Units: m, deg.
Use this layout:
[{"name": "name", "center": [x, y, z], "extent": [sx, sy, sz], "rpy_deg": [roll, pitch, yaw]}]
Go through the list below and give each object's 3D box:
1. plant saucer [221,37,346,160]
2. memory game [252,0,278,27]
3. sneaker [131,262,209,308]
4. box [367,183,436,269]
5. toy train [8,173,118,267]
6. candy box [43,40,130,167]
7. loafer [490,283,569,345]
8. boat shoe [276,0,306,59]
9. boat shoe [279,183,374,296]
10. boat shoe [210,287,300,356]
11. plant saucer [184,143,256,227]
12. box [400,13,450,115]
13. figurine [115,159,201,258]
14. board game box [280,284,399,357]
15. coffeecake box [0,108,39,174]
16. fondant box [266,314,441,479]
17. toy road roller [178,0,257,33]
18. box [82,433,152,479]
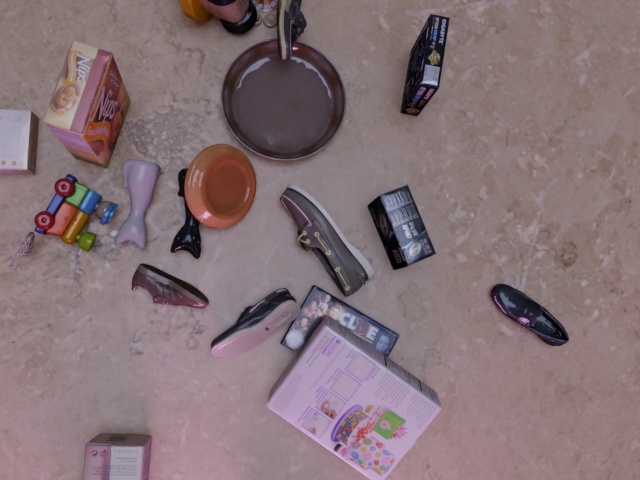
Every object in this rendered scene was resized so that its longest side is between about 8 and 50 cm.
[{"name": "plant saucer", "center": [-0.091, -0.347, 1.712], "extent": [0.310, 0.050, 0.311], "rpy_deg": [1, 83, -7]}, {"name": "memory game", "center": [-0.145, -0.633, 1.756], "extent": [0.186, 0.012, 0.186], "rpy_deg": [1, 83, -8]}, {"name": "sneaker", "center": [-0.357, 0.125, 1.625], "extent": [0.188, 0.066, 0.071], "rpy_deg": [29, 97, 2]}, {"name": "box", "center": [0.194, -0.028, 1.663], "extent": [0.077, 0.147, 0.180], "rpy_deg": [-21, 87, -10]}, {"name": "toy train", "center": [-0.587, -0.015, 1.586], "extent": [0.143, 0.105, 0.248], "rpy_deg": [29, 81, -11]}, {"name": "candy box", "center": [-0.505, -0.287, 1.516], "extent": [0.087, 0.316, 0.183], "rpy_deg": [17, 81, -6]}, {"name": "loafer", "center": [0.527, 0.183, 1.716], "extent": [0.223, 0.078, 0.076], "rpy_deg": [38, 80, -2]}, {"name": "boat shoe", "center": [-0.070, -0.537, 1.682], "extent": [0.073, 0.080, 0.224], "rpy_deg": [0, 59, -5]}, {"name": "boat shoe", "center": [0.001, -0.001, 1.654], "extent": [0.091, 0.109, 0.305], "rpy_deg": [-42, 94, -15]}, {"name": "boat shoe", "center": [-0.161, 0.198, 1.638], "extent": [0.233, 0.084, 0.079], "rpy_deg": [-33, 50, -3]}, {"name": "plant saucer", "center": [-0.226, -0.127, 1.617], "extent": [0.200, 0.037, 0.200], "rpy_deg": [-10, 105, -41]}, {"name": "box", "center": [0.252, -0.421, 1.679], "extent": [0.051, 0.220, 0.175], "rpy_deg": [11, 81, -4]}, {"name": "figurine", "center": [-0.372, -0.073, 1.629], "extent": [0.214, 0.092, 0.210], "rpy_deg": [8, 87, -6]}, {"name": "board game box", "center": [0.047, 0.239, 1.666], "extent": [0.243, 0.042, 0.165], "rpy_deg": [30, 81, -3]}, {"name": "coffeecake box", "center": [-0.765, -0.231, 1.601], "extent": [0.185, 0.068, 0.143], "rpy_deg": [2, 83, -7]}, {"name": "fondant box", "center": [0.076, 0.368, 1.592], "extent": [0.330, 0.096, 0.238], "rpy_deg": [36, 99, -3]}, {"name": "toy road roller", "center": [-0.247, -0.688, 1.650], "extent": [0.240, 0.202, 0.330], "rpy_deg": [23, 85, 11]}, {"name": "box", "center": [-0.450, 0.554, 1.511], "extent": [0.126, 0.148, 0.233], "rpy_deg": [4, 83, -7]}]
